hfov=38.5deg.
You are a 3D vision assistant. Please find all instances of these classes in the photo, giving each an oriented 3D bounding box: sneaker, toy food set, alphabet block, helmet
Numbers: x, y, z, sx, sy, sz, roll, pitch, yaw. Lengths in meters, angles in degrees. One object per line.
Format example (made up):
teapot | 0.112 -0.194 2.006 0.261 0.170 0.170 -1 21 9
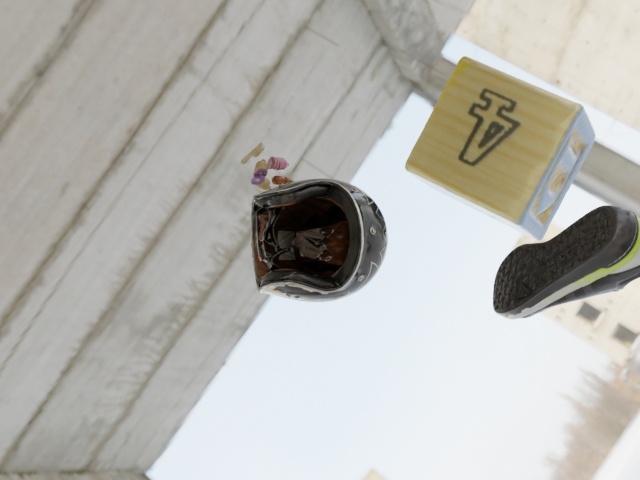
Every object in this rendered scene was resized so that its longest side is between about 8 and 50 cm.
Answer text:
sneaker | 0.279 0.041 0.982 0.235 0.097 0.084 -35 38 57
toy food set | -0.061 -0.083 1.336 0.019 0.122 0.078 -20 21 45
alphabet block | 0.275 -0.135 1.380 0.193 0.197 0.192 -62 -24 2
helmet | 0.000 0.000 1.127 0.162 0.169 0.169 -3 -40 -9
